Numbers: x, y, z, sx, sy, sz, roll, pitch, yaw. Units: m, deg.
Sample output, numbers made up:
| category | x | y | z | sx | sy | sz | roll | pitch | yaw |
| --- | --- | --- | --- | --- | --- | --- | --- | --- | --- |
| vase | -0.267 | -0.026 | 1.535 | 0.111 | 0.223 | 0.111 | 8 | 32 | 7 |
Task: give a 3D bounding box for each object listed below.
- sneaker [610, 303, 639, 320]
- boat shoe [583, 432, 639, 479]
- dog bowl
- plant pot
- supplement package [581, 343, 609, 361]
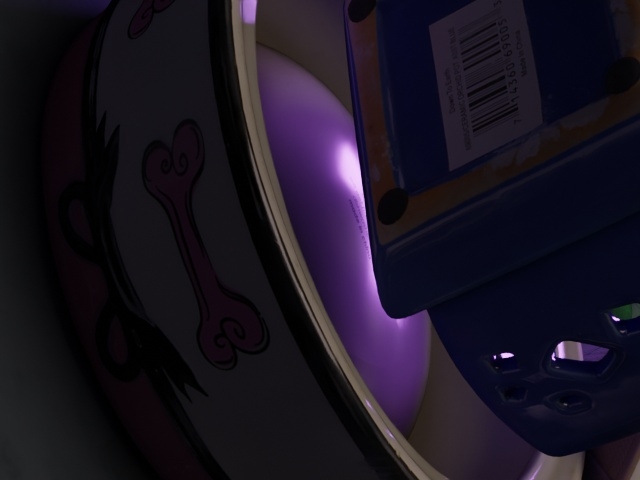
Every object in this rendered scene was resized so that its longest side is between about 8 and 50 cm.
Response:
| category | x | y | z | sx | sy | sz | roll | pitch | yaw |
| --- | --- | --- | --- | --- | --- | --- | --- | --- | --- |
| sneaker | 0.283 | 0.089 | 1.522 | 0.109 | 0.123 | 0.296 | -34 | 108 | -62 |
| boat shoe | 0.174 | 0.219 | 1.119 | 0.092 | 0.285 | 0.103 | 22 | 1 | -13 |
| dog bowl | 0.000 | 0.000 | 1.046 | 0.408 | 0.150 | 0.408 | 45 | 33 | -40 |
| plant pot | 0.144 | -0.055 | 0.940 | 0.212 | 0.236 | 0.236 | 31 | 43 | -43 |
| supplement package | 0.232 | 0.166 | 1.271 | 0.194 | 0.149 | 0.203 | 67 | -18 | -2 |
